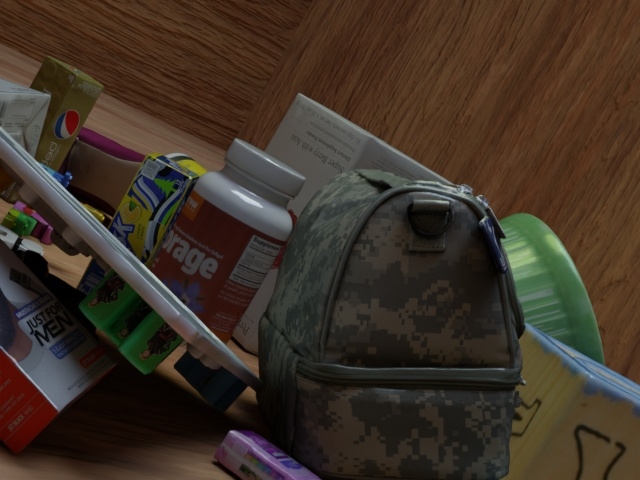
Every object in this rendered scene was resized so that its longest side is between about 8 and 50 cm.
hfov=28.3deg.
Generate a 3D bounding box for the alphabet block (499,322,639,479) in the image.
[{"bbox_3d":[0.276,0.236,1.382,0.192,0.197,0.193,29,6,-15],"label":"alphabet block"}]

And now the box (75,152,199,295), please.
[{"bbox_3d":[-0.188,-0.004,1.291,0.054,0.169,0.059,29,6,-1],"label":"box"}]

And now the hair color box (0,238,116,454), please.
[{"bbox_3d":[-0.225,0.052,0.851,0.167,0.053,0.093,46,22,-1],"label":"hair color box"}]

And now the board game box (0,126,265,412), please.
[{"bbox_3d":[-0.220,-0.016,1.042,0.390,0.050,0.390,43,-5,12],"label":"board game box"}]

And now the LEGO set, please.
[{"bbox_3d":[-0.291,-0.025,1.385,0.093,0.087,0.227,28,7,-11],"label":"LEGO set"}]

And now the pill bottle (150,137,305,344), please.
[{"bbox_3d":[-0.108,0.002,1.403,0.121,0.216,0.121,29,5,-3],"label":"pill bottle"}]

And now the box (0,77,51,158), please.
[{"bbox_3d":[-0.461,-0.160,1.359,0.290,0.087,0.169,20,10,12],"label":"box"}]

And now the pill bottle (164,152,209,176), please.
[{"bbox_3d":[-0.168,-0.028,1.853,0.208,0.119,0.119,40,10,30],"label":"pill bottle"}]

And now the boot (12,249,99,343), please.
[{"bbox_3d":[-0.269,0.033,0.994,0.229,0.091,0.263,37,11,-15],"label":"boot"}]

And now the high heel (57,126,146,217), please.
[{"bbox_3d":[-0.248,-0.074,1.807,0.377,0.127,0.181,28,13,12],"label":"high heel"}]

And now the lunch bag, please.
[{"bbox_3d":[0.061,0.064,1.166,0.213,0.256,0.305,1,6,-9],"label":"lunch bag"}]

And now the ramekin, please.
[{"bbox_3d":[0.221,0.128,1.599,0.148,0.303,0.303,-13,19,-13],"label":"ramekin"}]

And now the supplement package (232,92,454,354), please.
[{"bbox_3d":[0.000,0.000,1.581,0.175,0.293,0.177,26,7,-39],"label":"supplement package"}]

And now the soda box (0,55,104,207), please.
[{"bbox_3d":[-0.348,-0.134,1.581,0.061,0.181,0.058,33,6,27],"label":"soda box"}]

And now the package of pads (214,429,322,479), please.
[{"bbox_3d":[-0.041,0.188,1.032,0.083,0.032,0.050,32,3,23],"label":"package of pads"}]
